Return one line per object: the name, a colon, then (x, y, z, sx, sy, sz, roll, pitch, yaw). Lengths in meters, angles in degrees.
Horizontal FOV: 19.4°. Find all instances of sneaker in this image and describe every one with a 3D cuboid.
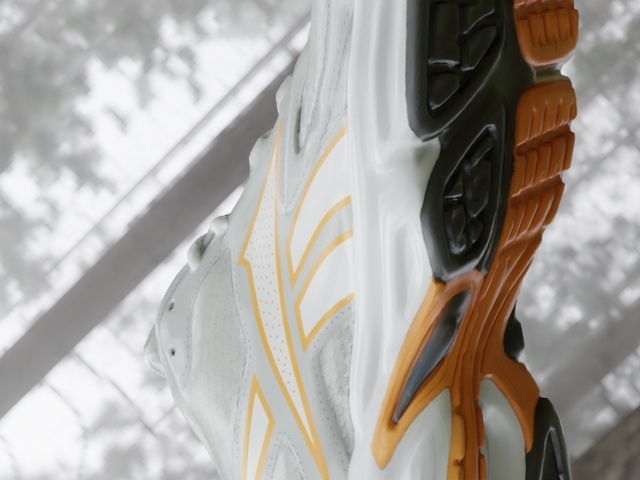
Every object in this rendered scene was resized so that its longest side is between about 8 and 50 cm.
sneaker: (0.000, 0.000, 0.522, 0.121, 0.262, 0.099, 6, -171, 32)
